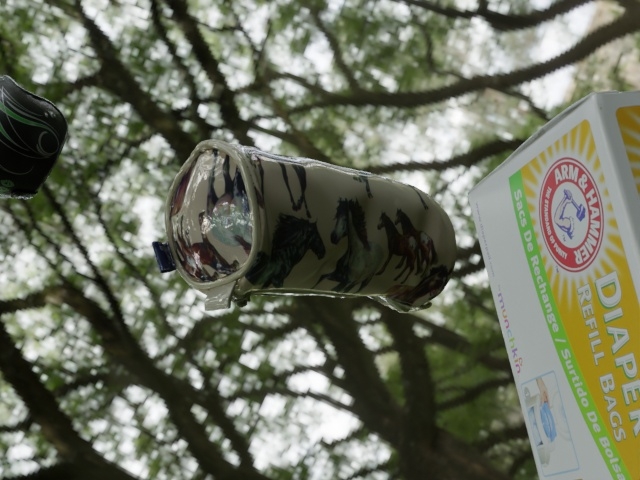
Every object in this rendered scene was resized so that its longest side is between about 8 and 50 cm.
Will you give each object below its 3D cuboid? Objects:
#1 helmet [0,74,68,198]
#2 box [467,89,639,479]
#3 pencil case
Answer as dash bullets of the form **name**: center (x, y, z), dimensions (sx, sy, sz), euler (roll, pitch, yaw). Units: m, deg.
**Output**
- **helmet**: center (-0.466, -0.151, 1.689), dimensions (0.169, 0.162, 0.169), euler (-41, 32, 33)
- **box**: center (0.143, 0.052, 0.416), dimensions (0.103, 0.114, 0.203), euler (135, 126, -66)
- **pencil case**: center (0.000, 0.000, 1.387), dimensions (0.410, 0.160, 0.183), euler (8, -94, -50)
